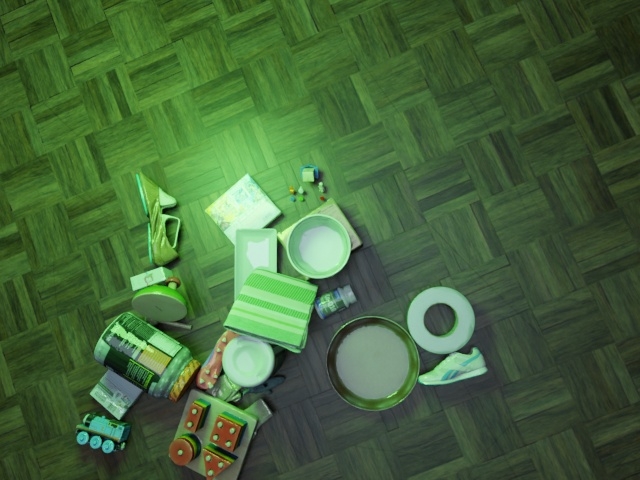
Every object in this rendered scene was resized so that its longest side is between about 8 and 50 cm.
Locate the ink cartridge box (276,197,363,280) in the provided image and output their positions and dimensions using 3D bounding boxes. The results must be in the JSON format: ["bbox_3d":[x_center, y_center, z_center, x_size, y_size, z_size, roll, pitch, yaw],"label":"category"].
[{"bbox_3d":[0.000,0.000,1.864,0.235,0.088,0.193,-33,80,2],"label":"ink cartridge box"}]

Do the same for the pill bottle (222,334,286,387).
[{"bbox_3d":[-0.202,0.370,1.747,0.161,0.283,0.161,-1,84,6],"label":"pill bottle"}]

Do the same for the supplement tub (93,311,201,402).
[{"bbox_3d":[-0.574,0.398,1.822,0.316,0.193,0.193,32,88,3],"label":"supplement tub"}]

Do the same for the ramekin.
[{"bbox_3d":[-0.001,0.024,1.763,0.207,0.109,0.207,-1,84,6],"label":"ramekin"}]

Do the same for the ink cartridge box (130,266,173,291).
[{"bbox_3d":[-0.589,0.141,1.909,0.122,0.088,0.052,-18,76,4],"label":"ink cartridge box"}]

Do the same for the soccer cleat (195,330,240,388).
[{"bbox_3d":[-0.348,0.396,1.867,0.083,0.095,0.248,38,71,-22],"label":"soccer cleat"}]

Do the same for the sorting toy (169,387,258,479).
[{"bbox_3d":[-0.372,0.667,1.801,0.257,0.089,0.255,20,94,15],"label":"sorting toy"}]

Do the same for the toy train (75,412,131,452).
[{"bbox_3d":[-0.756,0.666,1.881,0.184,0.080,0.105,14,77,9],"label":"toy train"}]

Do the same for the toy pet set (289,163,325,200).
[{"bbox_3d":[-0.046,-0.205,1.917,0.122,0.065,0.114,0,119,9],"label":"toy pet set"}]

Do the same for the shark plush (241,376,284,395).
[{"bbox_3d":[-0.199,0.480,1.811,0.067,0.161,0.073,-21,68,42],"label":"shark plush"}]

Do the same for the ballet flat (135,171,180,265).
[{"bbox_3d":[-0.568,-0.083,1.931,0.124,0.116,0.342,-10,83,-16],"label":"ballet flat"}]

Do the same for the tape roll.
[{"bbox_3d":[0.397,0.264,1.803,0.219,0.072,0.219,-1,83,5],"label":"tape roll"}]

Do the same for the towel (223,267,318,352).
[{"bbox_3d":[-0.144,0.210,1.728,0.248,0.325,0.038,18,122,0],"label":"towel"}]

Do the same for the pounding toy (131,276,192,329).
[{"bbox_3d":[-0.534,0.201,1.859,0.183,0.237,0.110,3,52,0],"label":"pounding toy"}]

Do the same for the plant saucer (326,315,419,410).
[{"bbox_3d":[0.175,0.410,1.823,0.311,0.050,0.310,-1,84,7],"label":"plant saucer"}]

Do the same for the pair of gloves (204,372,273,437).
[{"bbox_3d":[-0.299,0.576,1.859,0.240,0.042,0.204,43,95,14],"label":"pair of gloves"}]

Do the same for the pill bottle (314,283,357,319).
[{"bbox_3d":[0.050,0.207,1.842,0.137,0.078,0.078,-27,82,2],"label":"pill bottle"}]

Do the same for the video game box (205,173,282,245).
[{"bbox_3d":[-0.273,-0.102,1.924,0.205,0.048,0.187,-40,85,1],"label":"video game box"}]

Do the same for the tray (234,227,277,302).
[{"bbox_3d":[-0.224,0.093,1.884,0.145,0.030,0.270,1,94,-1],"label":"tray"}]

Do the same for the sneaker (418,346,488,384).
[{"bbox_3d":[0.427,0.420,1.783,0.229,0.087,0.092,-16,76,-3],"label":"sneaker"}]

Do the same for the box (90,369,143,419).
[{"bbox_3d":[-0.696,0.510,1.908,0.145,0.038,0.186,37,89,8],"label":"box"}]
